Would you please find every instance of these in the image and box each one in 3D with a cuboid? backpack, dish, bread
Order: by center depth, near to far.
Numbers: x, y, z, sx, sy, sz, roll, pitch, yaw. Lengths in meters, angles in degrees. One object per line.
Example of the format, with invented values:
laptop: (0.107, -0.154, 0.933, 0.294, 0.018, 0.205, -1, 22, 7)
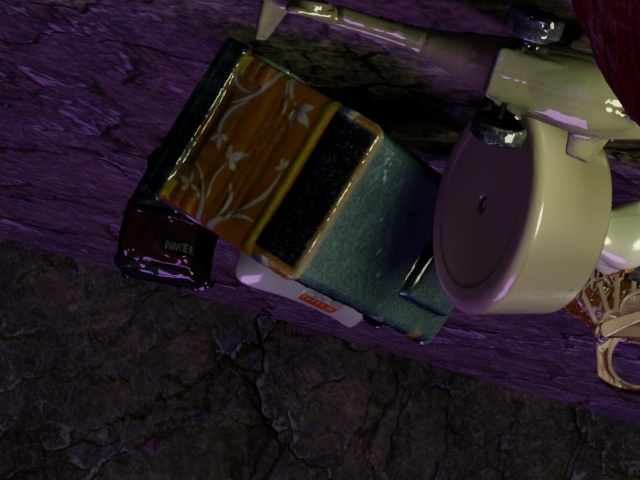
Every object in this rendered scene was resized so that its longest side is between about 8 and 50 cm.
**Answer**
dish: (0.000, 0.000, 1.883, 0.077, 0.151, 0.212, -19, 149, 37)
bread: (0.351, 0.079, 1.900, 0.233, 0.076, 0.105, 20, 173, -30)
backpack: (-0.176, -0.028, 1.921, 0.120, 0.165, 0.106, 7, 174, 7)

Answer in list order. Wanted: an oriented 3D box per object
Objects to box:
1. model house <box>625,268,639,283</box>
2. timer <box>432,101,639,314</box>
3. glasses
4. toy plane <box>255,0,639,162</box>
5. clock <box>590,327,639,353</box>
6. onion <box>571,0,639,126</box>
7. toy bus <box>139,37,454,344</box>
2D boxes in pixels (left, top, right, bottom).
model house: (0.332, 0.006, 1.551, 0.083, 0.066, 0.079, -2, 157, 9)
timer: (0.246, -0.007, 1.334, 0.266, 0.175, 0.175, 11, 174, -22)
glasses: (0.359, 0.068, 1.577, 0.255, 0.162, 0.095, 11, 150, 18)
toy plane: (0.097, -0.124, 1.089, 0.286, 0.092, 0.108, 15, -163, -1)
clock: (0.409, 0.110, 2.056, 0.110, 0.050, 0.153, 13, 170, 25)
onion: (0.220, -0.102, 0.842, 0.283, 0.120, 0.227, 24, 164, -39)
toy bus: (0.013, -0.032, 1.429, 0.194, 0.162, 0.323, 31, -179, 30)
